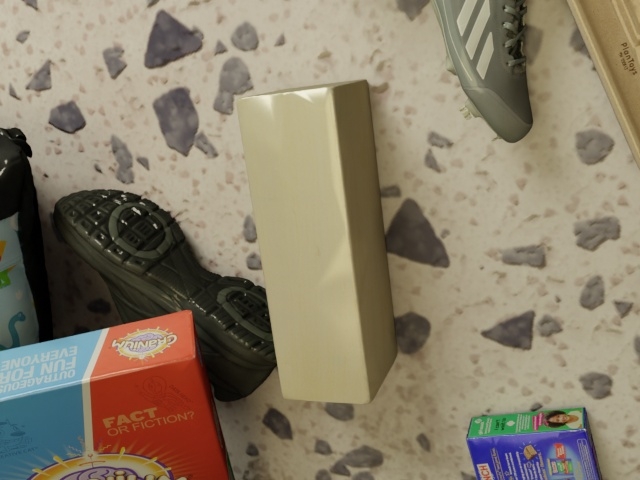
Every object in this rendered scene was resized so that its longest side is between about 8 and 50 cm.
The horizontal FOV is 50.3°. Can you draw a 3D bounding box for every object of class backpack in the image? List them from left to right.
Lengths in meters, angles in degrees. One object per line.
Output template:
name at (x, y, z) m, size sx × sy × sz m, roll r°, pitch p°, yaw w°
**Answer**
backpack at (-0.395, 0.074, 0.705) m, size 0.290 × 0.273 × 0.355 m, roll 25°, pitch 134°, yaw 43°

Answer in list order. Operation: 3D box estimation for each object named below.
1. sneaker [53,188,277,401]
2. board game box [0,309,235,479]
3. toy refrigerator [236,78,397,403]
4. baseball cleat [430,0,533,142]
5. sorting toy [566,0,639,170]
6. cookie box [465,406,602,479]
sneaker at (-0.165, 0.061, 0.692) m, size 0.286 × 0.109 × 0.130 m, roll 39°, pitch 121°, yaw 8°
board game box at (-0.212, 0.228, 0.665) m, size 0.242 × 0.064 × 0.316 m, roll -12°, pitch 127°, yaw -7°
toy refrigerator at (0.000, 0.000, 0.610) m, size 0.094 × 0.102 × 0.269 m, roll -2°, pitch 106°, yaw 21°
baseball cleat at (0.135, -0.179, 0.514) m, size 0.109 × 0.072 × 0.206 m, roll -22°, pitch 98°, yaw 37°
sorting toy at (0.300, -0.169, 0.486) m, size 0.208 × 0.038 × 0.193 m, roll -24°, pitch 97°, yaw 20°
cookie box at (0.200, 0.208, 0.632) m, size 0.107 × 0.040 × 0.091 m, roll -12°, pitch 102°, yaw 23°
